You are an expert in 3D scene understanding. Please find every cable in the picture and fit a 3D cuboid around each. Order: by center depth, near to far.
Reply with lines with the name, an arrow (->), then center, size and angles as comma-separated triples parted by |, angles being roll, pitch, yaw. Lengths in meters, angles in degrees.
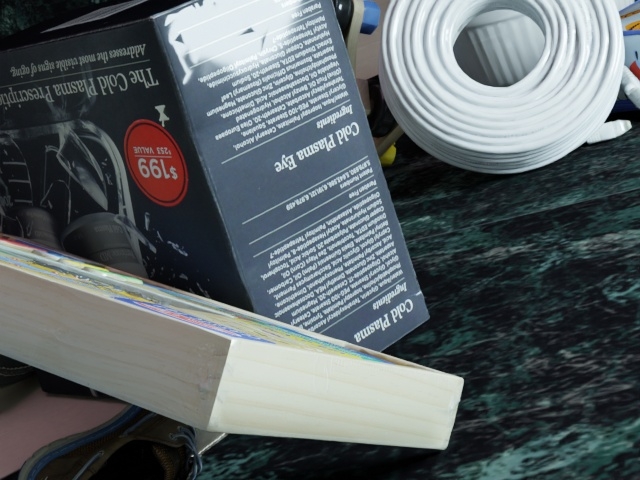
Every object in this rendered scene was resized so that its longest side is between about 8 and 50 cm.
cable -> 0.187, -0.196, 1.539 | 0.257, 0.257, 0.089 | -24, -13, 3

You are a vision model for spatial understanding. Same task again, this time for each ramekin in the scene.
ramekin -> 0.297, -0.290, 1.970 | 0.273, 0.127, 0.273 | -18, 14, 5

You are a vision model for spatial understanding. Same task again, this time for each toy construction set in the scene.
toy construction set -> -0.020, -0.134, 1.698 | 0.309, 0.257, 0.237 | -11, -39, -46

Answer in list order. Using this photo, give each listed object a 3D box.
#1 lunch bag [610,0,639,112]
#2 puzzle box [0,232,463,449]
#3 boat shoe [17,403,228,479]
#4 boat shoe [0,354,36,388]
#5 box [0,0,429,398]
lunch bag -> 0.433, -0.237, 1.651 | 0.303, 0.115, 0.243 | -28, 15, -30
puzzle box -> -0.145, 0.046, 0.943 | 0.409, 0.052, 0.272 | 15, 0, 32
boat shoe -> -0.115, 0.149, 1.026 | 0.183, 0.066, 0.066 | -29, 30, -27
boat shoe -> -0.241, 0.051, 1.415 | 0.099, 0.116, 0.319 | -15, 10, 27
box -> -0.125, -0.040, 1.216 | 0.343, 0.312, 0.179 | -3, 22, 47
